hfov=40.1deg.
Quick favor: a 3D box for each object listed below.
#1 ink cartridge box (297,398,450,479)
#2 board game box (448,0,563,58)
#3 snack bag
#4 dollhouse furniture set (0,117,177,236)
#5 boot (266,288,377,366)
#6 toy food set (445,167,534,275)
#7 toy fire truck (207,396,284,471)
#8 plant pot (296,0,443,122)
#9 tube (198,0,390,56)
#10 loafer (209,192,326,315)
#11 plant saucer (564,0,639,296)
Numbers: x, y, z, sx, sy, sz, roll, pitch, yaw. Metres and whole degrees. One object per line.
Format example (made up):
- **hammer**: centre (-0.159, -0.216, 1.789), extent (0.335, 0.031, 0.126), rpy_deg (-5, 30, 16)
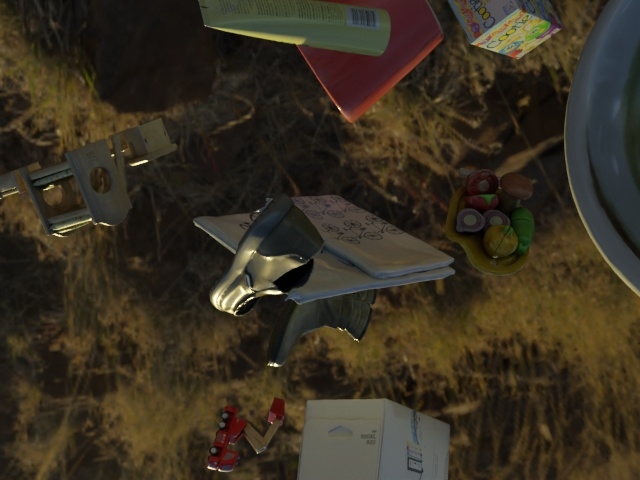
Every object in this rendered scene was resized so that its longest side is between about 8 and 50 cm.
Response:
- **ink cartridge box**: centre (0.097, 0.384, 1.543), extent (0.171, 0.168, 0.233), rpy_deg (-10, 153, 36)
- **board game box**: centre (0.451, -0.555, 2.129), extent (0.142, 0.144, 0.275), rpy_deg (-33, 164, 33)
- **snack bag**: centre (0.000, 0.000, 1.455), extent (0.343, 0.323, 0.037), rpy_deg (-8, 118, -38)
- **dollhouse furniture set**: centre (-0.296, -0.074, 1.138), extent (0.182, 0.101, 0.161), rpy_deg (-9, -165, 41)
- **boot**: centre (0.011, 0.145, 1.606), extent (0.161, 0.246, 0.083), rpy_deg (27, 151, -5)
- **toy food set**: centre (0.257, -0.051, 1.274), extent (0.128, 0.217, 0.071), rpy_deg (18, 136, -3)
- **toy fire truck**: centre (-0.159, 0.421, 1.903), extent (0.135, 0.192, 0.047), rpy_deg (15, 138, 1)
- **plant pot**: centre (0.085, -0.403, 1.685), extent (0.243, 0.275, 0.275), rpy_deg (-33, 145, 8)
- **tube**: centre (-0.033, -0.274, 1.093), extent (0.240, 0.062, 0.070), rpy_deg (3, 178, -20)
- **loafer**: centre (-0.063, 0.039, 1.041), extent (0.087, 0.094, 0.251), rpy_deg (38, 151, 1)
- **plant saucer**: centre (0.380, -0.098, 0.624), extent (0.401, 0.400, 0.101), rpy_deg (-33, 143, 25)
